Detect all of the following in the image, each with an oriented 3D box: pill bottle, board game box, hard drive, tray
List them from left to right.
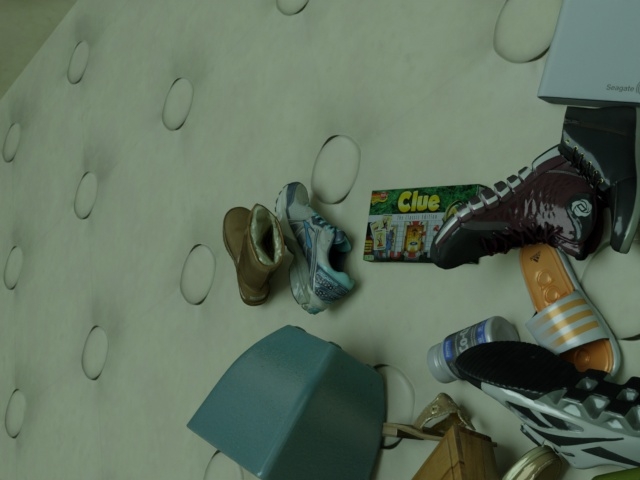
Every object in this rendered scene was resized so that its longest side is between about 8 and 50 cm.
[{"bbox_3d":[0.136,0.488,1.363,0.203,0.076,0.411,-89,23,-56],"label":"tray"},{"bbox_3d":[0.179,-0.027,1.610,0.259,0.030,0.136,-1,76,50],"label":"board game box"},{"bbox_3d":[0.239,0.176,1.439,0.137,0.078,0.078,-31,57,40],"label":"pill bottle"},{"bbox_3d":[0.468,-0.373,1.356,0.233,0.047,0.353,16,92,50],"label":"hard drive"}]

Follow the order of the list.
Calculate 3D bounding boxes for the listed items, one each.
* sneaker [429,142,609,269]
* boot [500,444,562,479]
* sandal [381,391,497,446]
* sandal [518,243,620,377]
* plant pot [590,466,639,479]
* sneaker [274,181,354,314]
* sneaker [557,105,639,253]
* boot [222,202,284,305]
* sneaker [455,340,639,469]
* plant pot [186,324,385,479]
[{"bbox_3d":[0.308,-0.011,1.348,0.281,0.106,0.162,-37,59,8],"label":"sneaker"},{"bbox_3d":[0.313,0.440,1.260,0.203,0.095,0.262,37,106,47],"label":"boot"},{"bbox_3d":[0.185,0.284,1.467,0.240,0.088,0.079,-11,70,54],"label":"sandal"},{"bbox_3d":[0.340,0.100,1.343,0.102,0.076,0.265,-46,48,32],"label":"sandal"},{"bbox_3d":[0.487,0.341,0.987,0.293,0.275,0.275,-28,57,23],"label":"plant pot"},{"bbox_3d":[0.000,0.000,1.778,0.122,0.110,0.283,-27,61,22],"label":"sneaker"},{"bbox_3d":[0.393,-0.088,1.291,0.118,0.083,0.222,5,68,11],"label":"sneaker"},{"bbox_3d":[-0.131,-0.008,1.832,0.269,0.089,0.236,111,143,-66],"label":"boot"},{"bbox_3d":[0.327,0.243,1.261,0.330,0.122,0.146,18,125,43],"label":"sneaker"},{"bbox_3d":[-0.033,0.298,1.606,0.247,0.247,0.252,17,76,51],"label":"plant pot"}]
